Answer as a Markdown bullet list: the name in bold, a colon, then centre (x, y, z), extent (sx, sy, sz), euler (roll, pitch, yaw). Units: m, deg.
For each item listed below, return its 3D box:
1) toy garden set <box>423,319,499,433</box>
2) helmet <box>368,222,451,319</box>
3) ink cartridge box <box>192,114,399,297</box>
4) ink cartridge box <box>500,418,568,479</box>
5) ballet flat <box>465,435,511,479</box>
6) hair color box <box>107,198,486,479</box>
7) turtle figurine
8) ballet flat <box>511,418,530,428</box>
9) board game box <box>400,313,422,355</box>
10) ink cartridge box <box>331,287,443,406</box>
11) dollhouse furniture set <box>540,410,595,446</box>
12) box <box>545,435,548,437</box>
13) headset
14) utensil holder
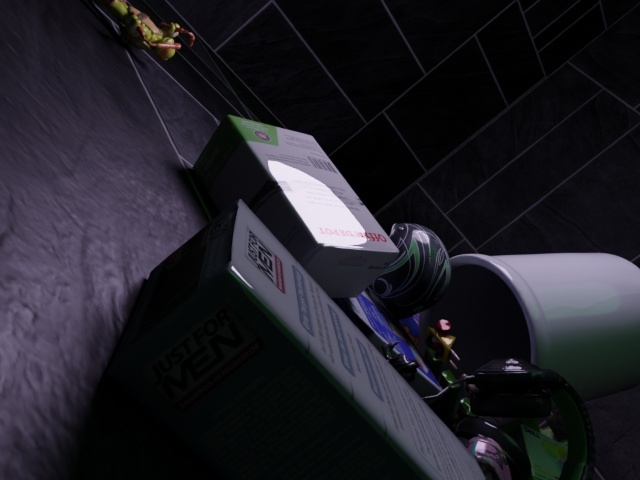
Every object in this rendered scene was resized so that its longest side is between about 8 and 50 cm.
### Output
- **toy garden set**: centre (0.244, 0.288, 1.214), extent (0.244, 0.049, 0.203), euler (-120, -155, -45)
- **helmet**: centre (0.171, 0.053, 1.267), extent (0.169, 0.162, 0.169), euler (50, 7, -9)
- **ink cartridge box**: centre (-0.038, -0.047, 0.995), extent (0.198, 0.114, 0.272), euler (5, 42, -49)
- **ink cartridge box**: centre (0.435, 0.422, 1.329), extent (0.189, 0.097, 0.255), euler (28, 36, -20)
- **ballet flat**: centre (0.231, 0.371, 0.864), extent (0.079, 0.077, 0.221), euler (-26, 99, -57)
- **hair color box**: centre (0.013, 0.156, 0.552), extent (0.374, 0.114, 0.185), euler (49, 8, -17)
- **turtle figurine**: centre (-0.348, -0.413, 1.245), extent (0.217, 0.087, 0.269), euler (42, 17, -7)
- **ballet flat**: centre (0.398, 0.379, 1.568), extent (0.139, 0.139, 0.400), euler (48, 4, -22)
- **board game box**: centre (0.209, 0.201, 1.586), extent (0.233, 0.078, 0.347), euler (51, 8, 2)
- **ink cartridge box**: centre (0.071, 0.127, 1.203), extent (0.307, 0.072, 0.303), euler (42, 12, -36)
- **dollhouse furniture set**: centre (0.516, 0.371, 1.698), extent (0.362, 0.257, 0.394), euler (66, -29, 28)
- **box**: centre (0.543, 0.589, 1.443), extent (0.163, 0.142, 0.247), euler (45, 10, -36)
- **headset**: centre (0.259, 0.288, 1.040), extent (0.394, 0.243, 0.185), euler (35, -24, -18)
- **utensil holder**: centre (0.448, 0.183, 1.340), extent (0.386, 0.327, 0.327), euler (-2, 40, -30)
